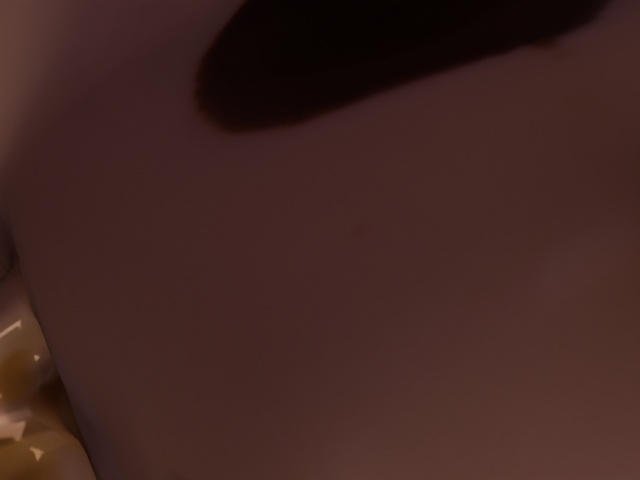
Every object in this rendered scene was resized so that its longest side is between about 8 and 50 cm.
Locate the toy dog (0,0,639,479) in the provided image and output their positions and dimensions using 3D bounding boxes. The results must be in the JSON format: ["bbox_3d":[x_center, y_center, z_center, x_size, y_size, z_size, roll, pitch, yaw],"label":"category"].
[{"bbox_3d":[0.000,0.000,0.526,0.285,0.408,0.395,-31,142,-7],"label":"toy dog"}]
